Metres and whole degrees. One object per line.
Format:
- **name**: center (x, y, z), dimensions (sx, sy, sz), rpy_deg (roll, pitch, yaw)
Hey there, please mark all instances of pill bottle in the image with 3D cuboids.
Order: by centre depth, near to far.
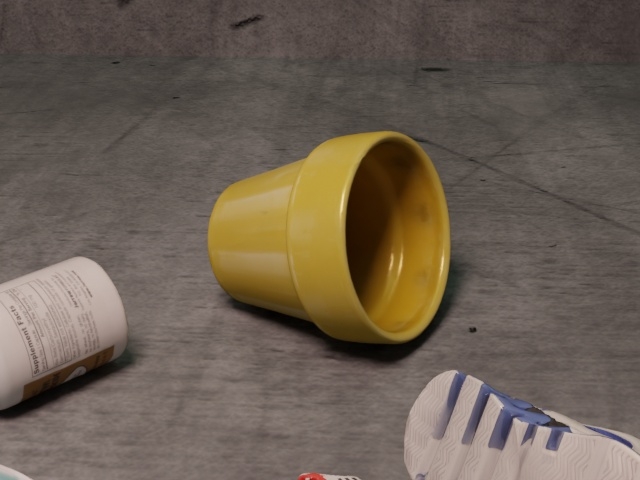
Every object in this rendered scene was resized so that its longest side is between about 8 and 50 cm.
- **pill bottle**: center (-0.342, 0.113, 1.071), dimensions (0.229, 0.131, 0.131), rpy_deg (-23, 34, -39)

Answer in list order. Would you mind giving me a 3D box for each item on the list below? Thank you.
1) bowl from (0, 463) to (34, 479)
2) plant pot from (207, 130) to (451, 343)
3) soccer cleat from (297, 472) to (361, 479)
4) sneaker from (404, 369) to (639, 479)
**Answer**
- **bowl**: center (-0.311, 0.301, 0.644), dimensions (0.312, 0.163, 0.311), rpy_deg (1, 26, 0)
- **plant pot**: center (0.000, 0.000, 1.205), dimensions (0.239, 0.254, 0.254), rpy_deg (-3, 20, 35)
- **soccer cleat**: center (0.020, 0.238, 0.930), dimensions (0.083, 0.029, 0.035), rpy_deg (10, 19, 13)
- **sneaker**: center (0.218, 0.197, 0.721), dimensions (0.182, 0.127, 0.315), rpy_deg (18, 7, -29)
